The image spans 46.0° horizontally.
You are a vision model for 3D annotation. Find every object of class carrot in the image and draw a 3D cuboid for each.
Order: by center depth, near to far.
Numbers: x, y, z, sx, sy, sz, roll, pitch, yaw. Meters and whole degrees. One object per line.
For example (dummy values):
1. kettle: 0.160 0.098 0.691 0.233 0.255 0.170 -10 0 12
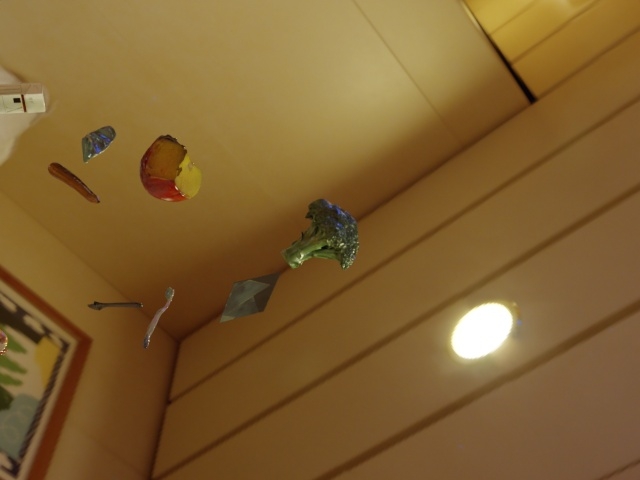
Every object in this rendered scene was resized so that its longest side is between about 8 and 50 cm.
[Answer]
1. carrot: -0.603 -0.140 1.848 0.190 0.037 0.037 33 -106 27

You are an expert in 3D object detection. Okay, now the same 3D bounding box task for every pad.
1. pad: -0.223 0.181 2.375 0.004 0.164 0.243 63 -31 26

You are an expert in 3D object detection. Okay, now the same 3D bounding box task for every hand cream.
1. hand cream: -0.697 -0.315 2.376 0.052 0.075 0.248 -17 -161 8

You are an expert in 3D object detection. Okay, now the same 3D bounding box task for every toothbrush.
1. toothbrush: -0.460 0.216 2.145 0.021 0.027 0.269 -41 -161 27

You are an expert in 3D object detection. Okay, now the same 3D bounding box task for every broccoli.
1. broccoli: 0.000 0.000 2.476 0.269 0.254 0.269 -28 163 -9

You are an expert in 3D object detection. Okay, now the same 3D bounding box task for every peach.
1. peach: -0.314 -0.137 1.571 0.118 0.151 0.151 -38 -154 -8

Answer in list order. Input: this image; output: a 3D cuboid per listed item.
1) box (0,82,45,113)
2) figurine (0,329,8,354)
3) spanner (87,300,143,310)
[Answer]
1. box: -0.763 -0.348 1.857 0.084 0.154 0.040 118 -38 -60
2. figurine: -0.826 0.291 1.803 0.195 0.111 0.102 -40 -175 -1
3. spanner: -0.622 0.198 2.286 0.209 0.046 0.012 -3 -121 25
